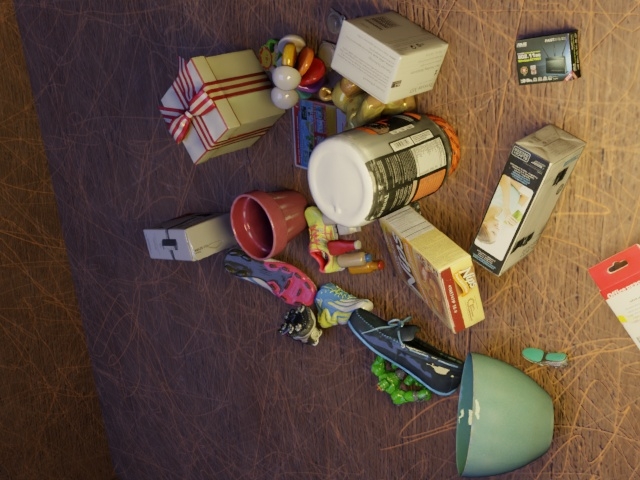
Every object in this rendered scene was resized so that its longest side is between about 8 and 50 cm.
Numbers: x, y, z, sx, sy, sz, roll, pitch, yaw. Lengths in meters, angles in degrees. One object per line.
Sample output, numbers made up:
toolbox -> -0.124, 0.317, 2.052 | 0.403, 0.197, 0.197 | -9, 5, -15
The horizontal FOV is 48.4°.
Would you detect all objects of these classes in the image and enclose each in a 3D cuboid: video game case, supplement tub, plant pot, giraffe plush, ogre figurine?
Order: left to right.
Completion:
plant pot -> -0.135, -0.064, 2.089 | 0.201, 0.180, 0.201 | 23, 125, 38
video game case -> 0.033, -0.271, 1.928 | 0.285, 0.025, 0.204 | 21, 123, 39
giraffe plush -> 0.098, -0.337, 1.726 | 0.210, 0.181, 0.170 | -43, 64, 31
supplement tub -> 0.152, -0.171, 1.607 | 0.207, 0.338, 0.207 | 23, 124, 39
ogre figurine -> 0.218, 0.383, 2.006 | 0.197, 0.097, 0.118 | 44, 119, 1
plant pot -> 0.436, 0.420, 1.681 | 0.195, 0.290, 0.290 | 6, 119, 5

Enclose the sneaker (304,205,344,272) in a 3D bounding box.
sneaker -> 0.000, 0.000, 2.043 | 0.081, 0.094, 0.209 | -29, 85, 51

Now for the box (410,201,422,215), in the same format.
box -> 0.231, -0.055, 1.826 | 0.067, 0.018, 0.083 | -2, 107, 47

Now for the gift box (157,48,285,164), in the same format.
gift box -> -0.307, -0.395, 2.051 | 0.276, 0.258, 0.255 | 58, 139, 8

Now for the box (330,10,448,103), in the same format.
box -> 0.154, -0.416, 1.605 | 0.182, 0.181, 0.119 | 40, 134, 26

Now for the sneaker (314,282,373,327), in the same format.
sneaker -> 0.051, 0.180, 2.079 | 0.240, 0.091, 0.126 | -27, 88, 50

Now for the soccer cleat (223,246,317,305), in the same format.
soccer cleat -> -0.147, 0.103, 2.255 | 0.331, 0.143, 0.116 | 25, 100, 12

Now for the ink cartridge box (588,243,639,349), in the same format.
ink cartridge box -> 0.657, 0.118, 1.410 | 0.231, 0.078, 0.134 | 58, 139, 8

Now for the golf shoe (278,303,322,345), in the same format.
golf shoe -> -0.041, 0.263, 2.166 | 0.120, 0.105, 0.273 | 30, 169, -8

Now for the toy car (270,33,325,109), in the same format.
toy car -> -0.054, -0.436, 1.861 | 0.136, 0.159, 0.182 | 9, 154, -2

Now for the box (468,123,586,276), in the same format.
box -> 0.428, -0.083, 1.491 | 0.087, 0.169, 0.290 | 37, 131, 26

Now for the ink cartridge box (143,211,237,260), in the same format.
ink cartridge box -> -0.442, -0.015, 2.428 | 0.272, 0.197, 0.114 | 2, 110, 46

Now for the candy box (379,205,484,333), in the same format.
candy box -> 0.255, 0.056, 1.676 | 0.316, 0.087, 0.183 | 49, 161, 57

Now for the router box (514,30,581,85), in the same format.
router box -> 0.453, -0.363, 1.422 | 0.122, 0.038, 0.092 | 5, 111, 46

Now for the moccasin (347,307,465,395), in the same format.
moccasin -> 0.238, 0.271, 1.914 | 0.342, 0.137, 0.117 | 32, 114, 11

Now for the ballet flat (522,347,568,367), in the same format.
ballet flat -> 0.526, 0.279, 1.662 | 0.114, 0.041, 0.041 | 1, 110, 48

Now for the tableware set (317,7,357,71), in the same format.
tableware set -> 0.055, -0.495, 1.798 | 0.141, 0.020, 0.169 | 40, 135, 28

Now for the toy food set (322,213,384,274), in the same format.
toy food set -> 0.087, -0.011, 1.938 | 0.104, 0.111, 0.232 | -7, 103, 36

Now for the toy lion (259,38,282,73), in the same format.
toy lion -> -0.138, -0.517, 1.988 | 0.096, 0.034, 0.100 | 45, 136, 33
